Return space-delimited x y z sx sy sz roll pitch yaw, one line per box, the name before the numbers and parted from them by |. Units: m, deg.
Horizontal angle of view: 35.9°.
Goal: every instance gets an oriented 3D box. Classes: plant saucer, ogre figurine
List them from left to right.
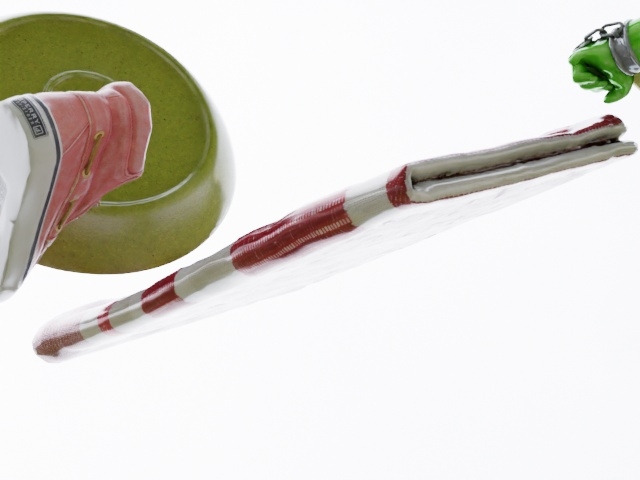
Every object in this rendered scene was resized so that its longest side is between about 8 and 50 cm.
plant saucer | -0.168 -0.085 0.707 0.241 0.241 0.037 -1 -35 -30
ogre figurine | 0.264 -0.115 0.599 0.197 0.118 0.096 22 -114 -18

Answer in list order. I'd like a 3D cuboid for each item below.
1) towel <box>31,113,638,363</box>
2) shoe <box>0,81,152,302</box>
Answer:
towel | 0.000 0.000 0.610 0.237 0.329 0.037 -15 -96 -47
shoe | -0.158 -0.025 0.585 0.081 0.063 0.178 -20 -22 -38
